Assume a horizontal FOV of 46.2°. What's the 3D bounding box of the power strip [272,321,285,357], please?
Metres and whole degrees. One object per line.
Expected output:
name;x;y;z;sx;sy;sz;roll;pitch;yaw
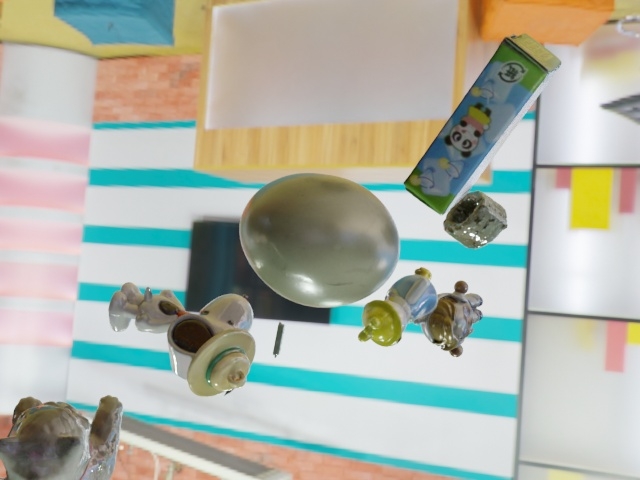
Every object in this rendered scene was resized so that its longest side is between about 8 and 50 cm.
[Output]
power strip;-0.096;0.228;1.718;0.017;0.083;0.027;10;177;5

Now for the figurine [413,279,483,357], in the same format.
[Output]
figurine;0.356;0.189;1.995;0.133;0.193;0.274;8;-150;29

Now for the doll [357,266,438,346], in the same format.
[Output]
doll;0.154;0.133;1.465;0.135;0.098;0.241;-16;-173;40

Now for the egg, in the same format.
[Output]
egg;0.000;0.000;1.225;0.269;0.219;0.219;11;176;-10

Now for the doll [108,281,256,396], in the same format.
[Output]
doll;-0.243;0.169;1.294;0.272;0.143;0.208;4;-144;5

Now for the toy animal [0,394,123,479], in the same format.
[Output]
toy animal;-0.454;0.344;1.052;0.308;0.266;0.188;6;169;-9

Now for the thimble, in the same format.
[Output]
thimble;0.255;-0.033;1.228;0.062;0.084;0.110;32;167;-15

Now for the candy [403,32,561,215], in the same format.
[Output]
candy;0.176;-0.127;0.821;0.062;0.194;0.097;38;-151;9
